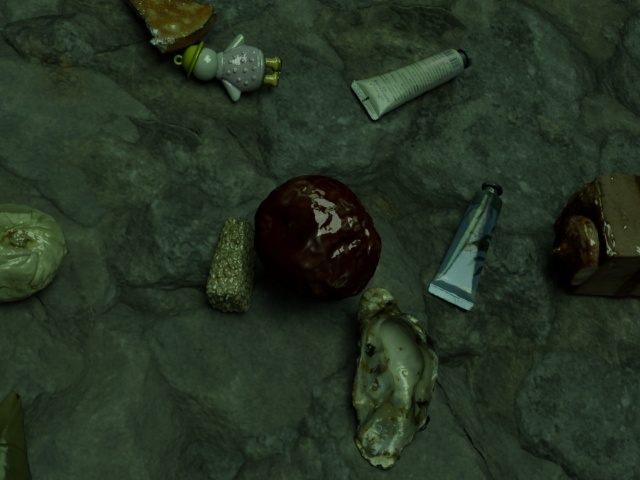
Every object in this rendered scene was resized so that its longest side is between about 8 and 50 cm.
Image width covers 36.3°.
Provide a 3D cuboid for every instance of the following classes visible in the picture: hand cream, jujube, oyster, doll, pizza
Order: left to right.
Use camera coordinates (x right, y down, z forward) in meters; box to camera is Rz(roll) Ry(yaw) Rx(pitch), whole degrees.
[{"bbox_3d":[-0.309,-0.432,1.875,0.195,0.052,0.185,33,46,13],"label":"pizza"},{"bbox_3d":[-0.176,-0.332,1.863,0.207,0.081,0.129,5,95,-13],"label":"doll"},{"bbox_3d":[0.000,0.000,1.655,0.213,0.232,0.213,-4,78,22],"label":"jujube"},{"bbox_3d":[0.109,0.239,1.680,0.166,0.094,0.294,20,78,-18],"label":"oyster"},{"bbox_3d":[0.195,-0.333,2.018,0.276,0.059,0.095,-25,77,-24],"label":"hand cream"},{"bbox_3d":[0.293,0.004,1.883,0.091,0.058,0.271,27,64,-2],"label":"hand cream"}]

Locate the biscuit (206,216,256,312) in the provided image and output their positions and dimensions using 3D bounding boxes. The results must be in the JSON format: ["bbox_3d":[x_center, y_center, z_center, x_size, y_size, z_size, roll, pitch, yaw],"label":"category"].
[{"bbox_3d":[-0.150,0.042,1.686,0.070,0.082,0.168,2,61,9],"label":"biscuit"}]

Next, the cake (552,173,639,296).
[{"bbox_3d":[0.575,-0.007,1.914,0.293,0.196,0.199,1,63,-15],"label":"cake"}]

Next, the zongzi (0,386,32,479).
[{"bbox_3d":[-0.411,0.392,1.382,0.274,0.145,0.300,35,51,-5],"label":"zongzi"}]

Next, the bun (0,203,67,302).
[{"bbox_3d":[-0.500,0.014,1.551,0.188,0.111,0.164,9,59,-12],"label":"bun"}]
